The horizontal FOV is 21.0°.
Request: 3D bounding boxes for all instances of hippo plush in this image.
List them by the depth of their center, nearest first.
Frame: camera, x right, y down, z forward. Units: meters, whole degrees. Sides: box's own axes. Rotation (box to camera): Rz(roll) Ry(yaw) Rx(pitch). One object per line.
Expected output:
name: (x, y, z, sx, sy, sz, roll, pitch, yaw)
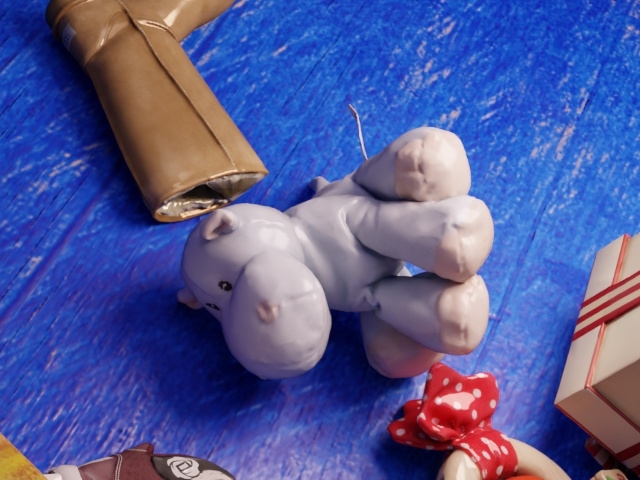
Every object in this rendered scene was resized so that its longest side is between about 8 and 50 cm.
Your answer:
hippo plush: (0.000, 0.000, 1.578, 0.236, 0.234, 0.294, -10, 57, -32)

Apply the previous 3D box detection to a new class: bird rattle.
bird rattle: (0.154, 0.240, 1.555, 0.207, 0.143, 0.253, 27, 32, -17)

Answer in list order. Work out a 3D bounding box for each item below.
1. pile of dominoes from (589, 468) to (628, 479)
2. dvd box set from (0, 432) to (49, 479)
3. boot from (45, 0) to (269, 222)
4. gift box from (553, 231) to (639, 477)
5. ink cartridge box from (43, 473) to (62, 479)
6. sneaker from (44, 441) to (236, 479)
pile of dominoes: (0.311, 0.315, 1.516, 0.251, 0.040, 0.196, 55, 19, 22)
dvd box set: (-0.331, 0.208, 1.174, 0.420, 0.062, 0.307, 39, 38, 29)
boot: (-0.130, -0.159, 1.763, 0.236, 0.089, 0.269, -21, 63, -25)
gift box: (0.395, 0.128, 1.645, 0.276, 0.258, 0.255, 44, 42, -12)
ink cartridge box: (-0.284, 0.293, 1.275, 0.207, 0.119, 0.353, 0, 52, -24)
sneaker: (-0.091, 0.267, 1.401, 0.162, 0.106, 0.281, -24, 64, -41)
